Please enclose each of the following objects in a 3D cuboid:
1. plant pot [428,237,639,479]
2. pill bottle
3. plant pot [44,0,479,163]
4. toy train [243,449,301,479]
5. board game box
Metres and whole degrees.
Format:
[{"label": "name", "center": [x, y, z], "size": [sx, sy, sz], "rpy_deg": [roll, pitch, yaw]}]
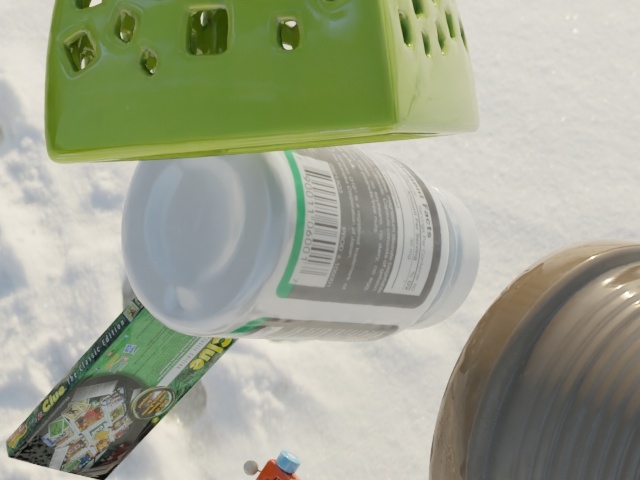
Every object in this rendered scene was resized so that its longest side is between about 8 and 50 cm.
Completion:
[{"label": "plant pot", "center": [0.181, 0.121, 0.487], "size": [0.237, 0.237, 0.109], "rpy_deg": [-33, 22, -25]}, {"label": "pill bottle", "center": [0.000, 0.000, 0.919], "size": [0.361, 0.204, 0.204], "rpy_deg": [10, 43, -51]}, {"label": "plant pot", "center": [-0.032, -0.161, 0.592], "size": [0.227, 0.228, 0.207], "rpy_deg": [-2, 96, 21]}, {"label": "toy train", "center": [-0.036, 0.258, 0.720], "size": [0.125, 0.046, 0.166], "rpy_deg": [31, 94, 40]}, {"label": "board game box", "center": [-0.215, 0.162, 1.017], "size": [0.260, 0.136, 0.030], "rpy_deg": [-46, 43, 12]}]
